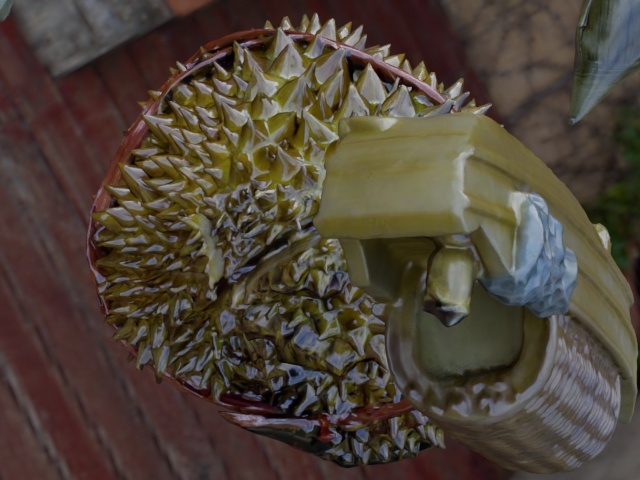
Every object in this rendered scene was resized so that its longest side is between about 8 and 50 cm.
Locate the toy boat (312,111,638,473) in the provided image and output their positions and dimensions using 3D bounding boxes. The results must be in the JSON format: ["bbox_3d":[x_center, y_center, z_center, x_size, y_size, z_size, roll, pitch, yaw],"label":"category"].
[{"bbox_3d":[0.079,0.035,0.718,0.310,0.089,0.115,38,53,-66],"label":"toy boat"}]

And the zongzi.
[{"bbox_3d":[0.326,-0.194,1.492,0.094,0.205,0.204,51,46,-70],"label":"zongzi"}]

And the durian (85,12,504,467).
[{"bbox_3d":[0.005,0.002,1.242,0.384,0.347,0.348,73,11,-66],"label":"durian"}]

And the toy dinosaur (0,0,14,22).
[{"bbox_3d":[-0.348,-0.164,1.184,0.294,0.077,0.162,20,97,-19],"label":"toy dinosaur"}]
